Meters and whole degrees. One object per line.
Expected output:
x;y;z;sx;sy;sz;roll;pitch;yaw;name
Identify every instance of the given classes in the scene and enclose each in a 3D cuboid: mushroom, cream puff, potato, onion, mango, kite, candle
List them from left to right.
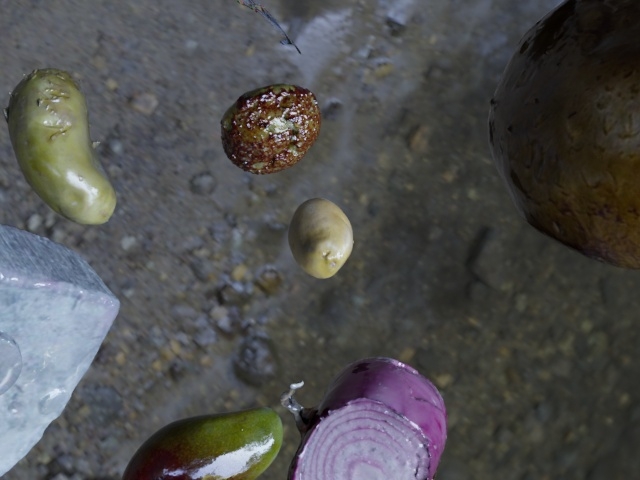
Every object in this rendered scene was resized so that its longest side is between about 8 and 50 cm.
-0.205;0.058;0.834;0.168;0.068;0.192;-28;139;-20;candle
-0.217;-0.075;1.172;0.070;0.091;0.138;-18;82;-5;potato
-0.179;0.323;2.091;0.268;0.111;0.133;-25;86;-3;mango
-0.088;-0.291;1.746;0.183;0.160;0.010;45;101;3;kite
-0.065;-0.144;1.892;0.149;0.084;0.149;-19;152;-10;cream puff
0.000;0.000;1.329;0.062;0.083;0.068;2;121;-1;potato
0.055;0.230;1.587;0.201;0.201;0.207;-6;100;-28;onion
0.303;-0.116;1.209;0.345;0.345;0.239;-28;102;-18;mushroom
